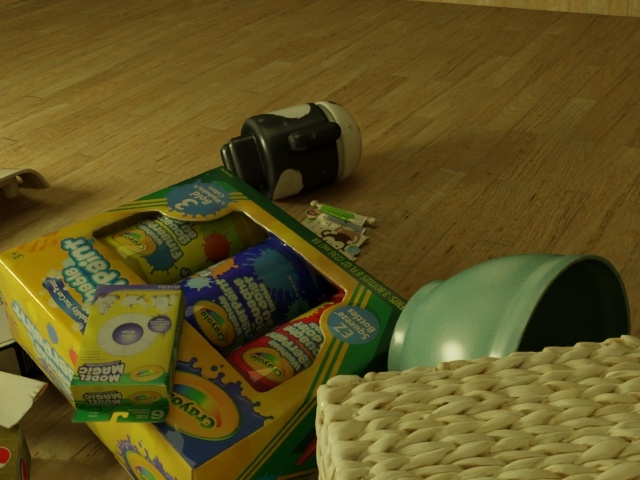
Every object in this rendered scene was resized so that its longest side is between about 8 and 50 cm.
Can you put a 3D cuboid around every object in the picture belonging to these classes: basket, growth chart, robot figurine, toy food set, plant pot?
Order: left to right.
[{"bbox_3d":[-0.724,-0.063,1.716,0.219,0.093,0.306,5,27,40],"label":"toy food set"},{"bbox_3d":[-0.053,-0.181,1.724,0.278,0.174,0.209,-17,39,-20],"label":"robot figurine"},{"bbox_3d":[0.000,0.000,1.551,0.171,0.021,0.237,14,34,28],"label":"growth chart"},{"bbox_3d":[0.203,0.147,1.006,0.196,0.293,0.293,11,31,42],"label":"plant pot"},{"bbox_3d":[0.171,0.290,0.702,0.328,0.332,0.266,-7,23,-6],"label":"basket"}]

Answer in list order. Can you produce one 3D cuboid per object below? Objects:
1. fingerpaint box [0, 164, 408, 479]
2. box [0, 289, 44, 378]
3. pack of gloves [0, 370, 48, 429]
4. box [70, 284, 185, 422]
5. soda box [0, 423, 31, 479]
[{"bbox_3d":[-0.145,0.114,1.137,0.371,0.163,0.444,-26,47,-33],"label":"fingerpaint box"},{"bbox_3d":[-0.558,0.160,1.240,0.289,0.087,0.169,-19,44,-25],"label":"box"},{"bbox_3d":[-0.494,0.203,1.074,0.232,0.046,0.195,12,38,18],"label":"pack of gloves"},{"bbox_3d":[-0.211,0.123,0.959,0.105,0.043,0.179,0,43,-1],"label":"box"},{"bbox_3d":[-0.382,0.300,1.023,0.061,0.058,0.181,-11,30,-10],"label":"soda box"}]
